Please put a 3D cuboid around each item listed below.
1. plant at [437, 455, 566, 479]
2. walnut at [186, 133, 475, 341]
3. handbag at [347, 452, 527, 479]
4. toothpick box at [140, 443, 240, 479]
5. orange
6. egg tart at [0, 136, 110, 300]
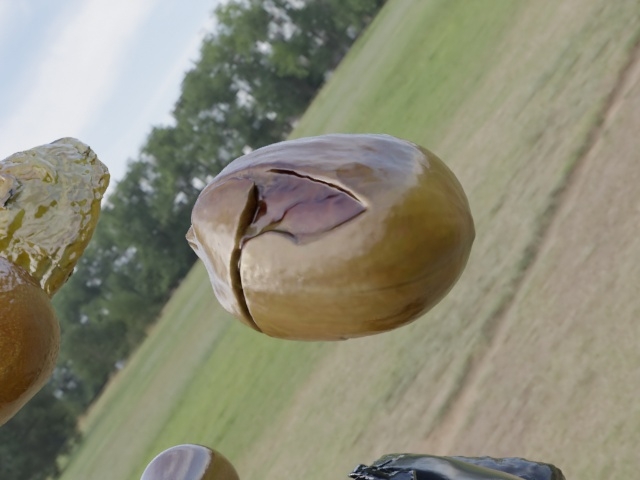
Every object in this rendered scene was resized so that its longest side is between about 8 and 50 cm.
[{"bbox_3d":[0.220,0.370,1.197,0.312,0.213,0.215,7,35,43],"label":"plant"},{"bbox_3d":[0.000,0.000,1.008,0.298,0.203,0.203,-4,35,30],"label":"walnut"},{"bbox_3d":[0.070,0.213,0.734,0.211,0.088,0.254,2,16,35],"label":"handbag"},{"bbox_3d":[-0.195,0.387,1.438,0.192,0.192,0.294,-54,4,10],"label":"toothpick box"},{"bbox_3d":[-0.472,0.140,1.397,0.264,0.264,0.264,-55,4,5],"label":"orange"},{"bbox_3d":[-0.479,-0.032,1.671,0.339,0.153,0.351,-46,43,13],"label":"egg tart"}]
